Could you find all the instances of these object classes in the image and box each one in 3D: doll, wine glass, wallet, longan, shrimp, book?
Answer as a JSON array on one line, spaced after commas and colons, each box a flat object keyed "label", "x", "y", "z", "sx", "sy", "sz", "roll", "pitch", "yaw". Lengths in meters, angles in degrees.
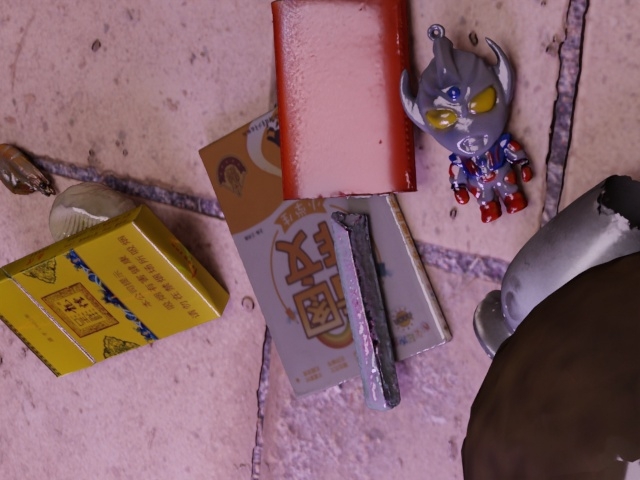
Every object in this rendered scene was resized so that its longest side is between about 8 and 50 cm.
[{"label": "doll", "x": 0.140, "y": -0.113, "z": 1.423, "sx": 0.104, "sy": 0.062, "sz": 0.195, "roll": -18, "pitch": 95, "yaw": 37}, {"label": "wine glass", "x": 0.231, "y": 0.036, "z": 1.356, "sx": 0.111, "sy": 0.111, "sz": 0.204, "roll": 51, "pitch": 127, "yaw": 17}, {"label": "wallet", "x": 0.023, "y": -0.143, "z": 1.490, "sx": 0.142, "sy": 0.045, "sz": 0.204, "roll": -3, "pitch": 91, "yaw": 20}, {"label": "longan", "x": 0.305, "y": 0.184, "z": 1.165, "sx": 0.391, "sy": 0.391, "sz": 0.391, "roll": 8, "pitch": 103, "yaw": 34}, {"label": "shrimp", "x": -0.359, "y": -0.075, "z": 1.809, "sx": 0.108, "sy": 0.023, "sz": 0.059, "roll": 40, "pitch": 128, "yaw": 22}, {"label": "book", "x": 0.000, "y": 0.000, "z": 1.570, "sx": 0.208, "sy": 0.020, "sz": 0.295, "roll": -25, "pitch": 84, "yaw": 35}]

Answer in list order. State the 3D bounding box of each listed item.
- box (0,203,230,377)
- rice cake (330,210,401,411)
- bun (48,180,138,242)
[{"label": "box", "x": -0.251, "y": 0.061, "z": 1.702, "sx": 0.279, "sy": 0.041, "sz": 0.153, "roll": -22, "pitch": 121, "yaw": 36}, {"label": "rice cake", "x": 0.046, "y": 0.070, "z": 1.519, "sx": 0.033, "sy": 0.033, "sz": 0.207, "roll": -9, "pitch": 93, "yaw": 44}, {"label": "bun", "x": -0.249, "y": -0.019, "z": 1.705, "sx": 0.115, "sy": 0.069, "sz": 0.115, "roll": 14, "pitch": 131, "yaw": 17}]
